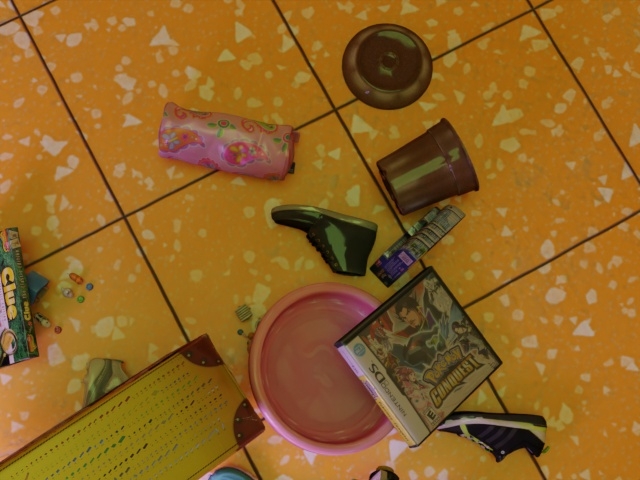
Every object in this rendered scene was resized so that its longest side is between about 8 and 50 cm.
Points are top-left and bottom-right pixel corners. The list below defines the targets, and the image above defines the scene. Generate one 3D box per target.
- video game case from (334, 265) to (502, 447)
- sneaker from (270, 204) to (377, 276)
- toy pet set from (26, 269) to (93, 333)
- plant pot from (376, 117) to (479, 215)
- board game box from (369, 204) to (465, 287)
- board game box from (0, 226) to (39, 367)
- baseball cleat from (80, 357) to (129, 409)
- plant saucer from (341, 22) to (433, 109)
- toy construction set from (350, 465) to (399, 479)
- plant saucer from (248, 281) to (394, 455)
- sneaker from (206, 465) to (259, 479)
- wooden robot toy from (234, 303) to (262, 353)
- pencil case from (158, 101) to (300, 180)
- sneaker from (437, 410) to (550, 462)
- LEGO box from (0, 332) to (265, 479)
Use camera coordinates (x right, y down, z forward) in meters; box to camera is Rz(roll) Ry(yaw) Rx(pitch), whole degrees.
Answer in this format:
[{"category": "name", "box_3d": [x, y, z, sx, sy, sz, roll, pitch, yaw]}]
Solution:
[{"category": "video game case", "box_3d": [0.198, 0.223, 1.715, 0.275, 0.035, 0.248, -36, 90, -30]}, {"category": "sneaker", "box_3d": [0.000, 0.000, 1.782, 0.222, 0.083, 0.118, 12, 80, -2]}, {"category": "toy pet set", "box_3d": [-0.540, 0.107, 1.747, 0.114, 0.065, 0.122, 32, 80, 3]}, {"category": "plant pot", "box_3d": [0.213, -0.140, 1.784, 0.165, 0.167, 0.167, -27, 82, 0]}, {"category": "board game box", "box_3d": [0.208, -0.010, 1.762, 0.060, 0.194, 0.194, 46, 67, 4]}, {"category": "board game box", "box_3d": [-0.624, 0.116, 1.723, 0.136, 0.030, 0.259, -19, 79, 32]}, {"category": "baseball cleat", "box_3d": [-0.421, 0.334, 1.711, 0.110, 0.072, 0.205, 5, 82, -6]}, {"category": "plant saucer", "box_3d": [0.146, -0.380, 1.881, 0.199, 0.036, 0.198, 1, 79, -3]}, {"category": "toy construction set", "box_3d": [0.161, 0.531, 1.573, 0.237, 0.309, 0.257, 29, 71, -11]}, {"category": "plant saucer", "box_3d": [0.016, 0.250, 1.705, 0.332, 0.084, 0.332, 5, 73, -17]}, {"category": "sneaker", "box_3d": [-0.122, 0.551, 1.666, 0.107, 0.110, 0.275, -33, 82, -8]}, {"category": "wooden robot toy", "box_3d": [-0.120, 0.205, 1.743, 0.076, 0.079, 0.173, -18, 82, -5]}, {"category": "pencil case", "box_3d": [-0.188, -0.203, 1.795, 0.284, 0.124, 0.124, 10, 80, -1]}, {"category": "sneaker", "box_3d": [0.340, 0.390, 1.729, 0.235, 0.084, 0.097, 3, 82, -2]}, {"category": "LEGO box", "box_3d": [-0.383, 0.386, 1.485, 0.500, 0.372, 0.193, -32, 90, -23]}]
